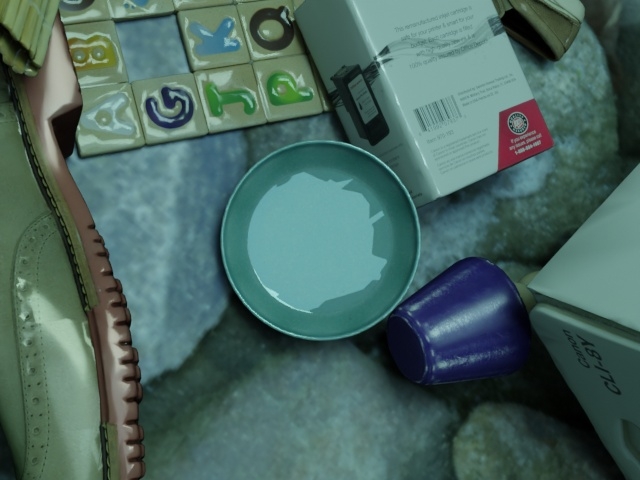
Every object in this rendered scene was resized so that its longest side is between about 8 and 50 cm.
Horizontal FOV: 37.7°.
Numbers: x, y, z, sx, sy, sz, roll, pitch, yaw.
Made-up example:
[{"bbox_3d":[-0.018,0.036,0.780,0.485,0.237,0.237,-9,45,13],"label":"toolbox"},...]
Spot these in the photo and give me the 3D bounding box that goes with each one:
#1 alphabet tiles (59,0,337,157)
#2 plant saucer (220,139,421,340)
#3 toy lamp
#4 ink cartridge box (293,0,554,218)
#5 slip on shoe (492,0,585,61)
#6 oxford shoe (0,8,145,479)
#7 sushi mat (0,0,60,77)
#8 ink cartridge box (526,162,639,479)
[{"bbox_3d":[-0.083,-0.183,0.590,0.198,0.009,0.237,-14,85,-23],"label":"alphabet tiles"},{"bbox_3d":[0.000,0.000,0.565,0.119,0.021,0.119,0,86,-3],"label":"plant saucer"},{"bbox_3d":[0.169,0.024,0.611,0.274,0.080,0.080,-20,87,-23],"label":"toy lamp"},{"bbox_3d":[0.066,-0.104,0.597,0.109,0.063,0.151,-23,89,-31],"label":"ink cartridge box"},{"bbox_3d":[0.121,-0.170,0.650,0.135,0.051,0.041,25,83,-22],"label":"slip on shoe"},{"bbox_3d":[-0.169,0.021,0.463,0.130,0.123,0.348,-11,73,-20],"label":"oxford shoe"},{"bbox_3d":[-0.157,-0.238,0.462,0.151,0.019,0.317,48,34,-45],"label":"sushi mat"},{"bbox_3d":[0.346,0.012,0.564,0.384,0.160,0.279,-45,121,-13],"label":"ink cartridge box"}]
